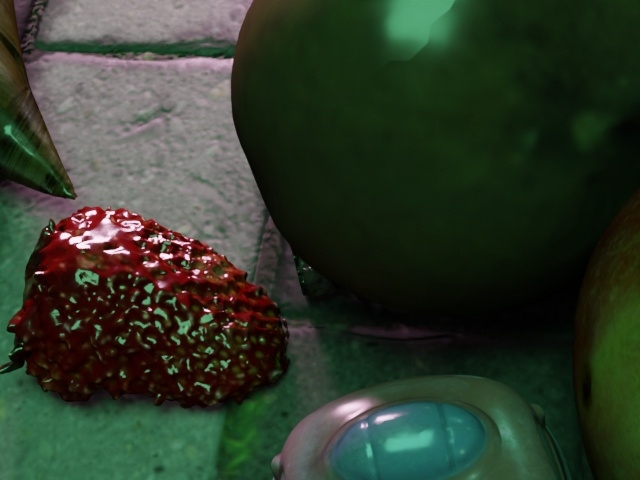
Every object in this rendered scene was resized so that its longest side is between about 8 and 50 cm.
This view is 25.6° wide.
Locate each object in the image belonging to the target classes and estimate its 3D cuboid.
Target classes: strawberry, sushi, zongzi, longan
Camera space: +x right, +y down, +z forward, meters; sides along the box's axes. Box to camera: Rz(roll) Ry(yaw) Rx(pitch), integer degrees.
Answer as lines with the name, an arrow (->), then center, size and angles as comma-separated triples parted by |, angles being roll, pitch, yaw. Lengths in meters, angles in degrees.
strawberry -> -0.127, 0.035, 1.026 | 0.208, 0.087, 0.167 | -1, 56, 6
sushi -> 0.000, 0.000, 1.053 | 0.046, 0.044, 0.083 | -14, 58, 1
zongzi -> -0.276, -0.177, 1.173 | 0.300, 0.138, 0.286 | 25, 56, 7
longan -> 0.100, -0.099, 0.953 | 0.319, 0.319, 0.318 | -4, 57, 6

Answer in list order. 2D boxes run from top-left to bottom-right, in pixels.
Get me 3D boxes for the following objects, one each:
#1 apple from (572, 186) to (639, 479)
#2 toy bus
apple -> 0.317, 0.080, 0.815 | 0.349, 0.277, 0.348 | -4, 59, 7
toy bus -> 0.068, 0.202, 0.800 | 0.197, 0.231, 0.294 | -10, 57, 2
